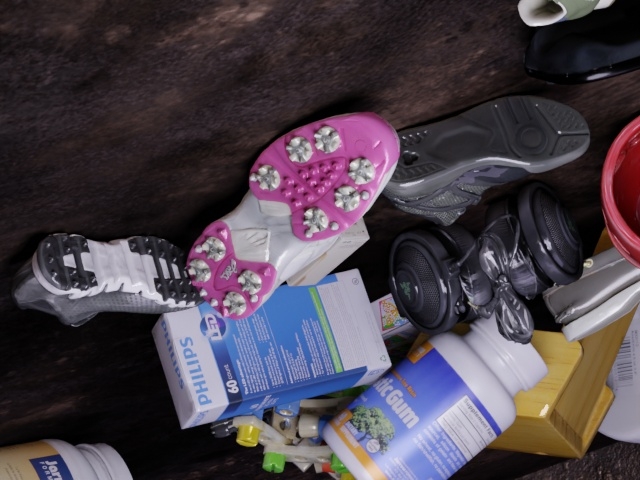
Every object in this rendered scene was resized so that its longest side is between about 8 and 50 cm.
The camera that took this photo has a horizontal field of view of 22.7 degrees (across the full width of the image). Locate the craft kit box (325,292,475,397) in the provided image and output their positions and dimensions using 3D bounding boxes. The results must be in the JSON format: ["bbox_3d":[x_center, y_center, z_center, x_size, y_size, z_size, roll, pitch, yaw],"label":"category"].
[{"bbox_3d":[0.089,0.147,2.255,0.246,0.061,0.250,-30,158,18],"label":"craft kit box"}]

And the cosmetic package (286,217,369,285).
[{"bbox_3d":[0.000,0.000,1.772,0.041,0.060,0.115,-3,152,-38],"label":"cosmetic package"}]

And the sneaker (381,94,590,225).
[{"bbox_3d":[0.168,-0.083,1.685,0.227,0.087,0.130,-16,162,-3],"label":"sneaker"}]

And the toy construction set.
[{"bbox_3d":[0.011,0.285,2.207,0.215,0.151,0.328,4,167,9],"label":"toy construction set"}]

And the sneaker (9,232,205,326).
[{"bbox_3d":[-0.224,0.045,1.654,0.106,0.078,0.234,-31,155,37],"label":"sneaker"}]

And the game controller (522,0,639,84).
[{"bbox_3d":[0.351,-0.205,1.488,0.319,0.067,0.166,-18,-158,-7],"label":"game controller"}]

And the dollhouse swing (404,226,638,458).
[{"bbox_3d":[0.284,0.127,2.259,0.315,0.305,0.347,5,166,20],"label":"dollhouse swing"}]

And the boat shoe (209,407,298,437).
[{"bbox_3d":[-0.099,0.259,2.331,0.084,0.079,0.233,-30,160,20],"label":"boat shoe"}]

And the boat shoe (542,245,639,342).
[{"bbox_3d":[0.420,0.013,2.010,0.305,0.091,0.109,-33,166,8],"label":"boat shoe"}]

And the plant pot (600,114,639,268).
[{"bbox_3d":[0.424,-0.049,1.870,0.191,0.191,0.174,-22,165,5],"label":"plant pot"}]

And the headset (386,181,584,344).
[{"bbox_3d":[0.209,0.048,1.915,0.243,0.185,0.394,-22,172,2],"label":"headset"}]

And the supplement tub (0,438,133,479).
[{"bbox_3d":[-0.421,0.390,2.134,0.316,0.228,0.228,-7,156,-35],"label":"supplement tub"}]

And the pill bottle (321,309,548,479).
[{"bbox_3d":[0.148,0.209,2.000,0.272,0.152,0.152,-40,160,-3],"label":"pill bottle"}]

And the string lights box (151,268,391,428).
[{"bbox_3d":[-0.059,0.130,1.942,0.259,0.133,0.077,-11,161,-23],"label":"string lights box"}]

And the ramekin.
[{"bbox_3d":[0.504,0.183,2.448,0.135,0.277,0.277,5,149,-34],"label":"ramekin"}]

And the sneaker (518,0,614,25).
[{"bbox_3d":[0.217,-0.236,1.352,0.086,0.064,0.192,-22,164,-10],"label":"sneaker"}]

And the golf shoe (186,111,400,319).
[{"bbox_3d":[-0.015,-0.042,1.617,0.306,0.115,0.140,-40,175,39],"label":"golf shoe"}]
